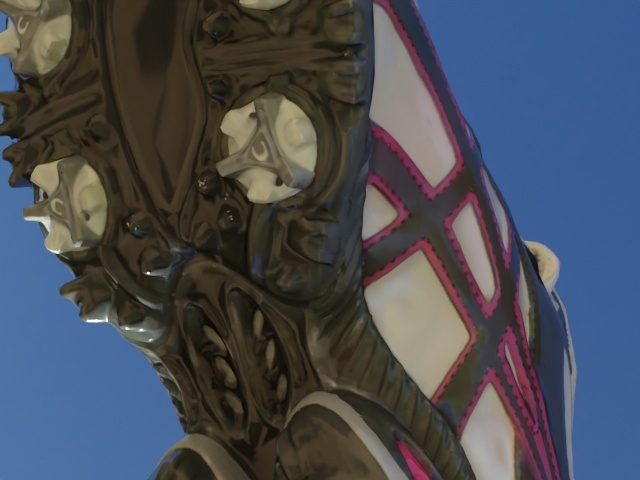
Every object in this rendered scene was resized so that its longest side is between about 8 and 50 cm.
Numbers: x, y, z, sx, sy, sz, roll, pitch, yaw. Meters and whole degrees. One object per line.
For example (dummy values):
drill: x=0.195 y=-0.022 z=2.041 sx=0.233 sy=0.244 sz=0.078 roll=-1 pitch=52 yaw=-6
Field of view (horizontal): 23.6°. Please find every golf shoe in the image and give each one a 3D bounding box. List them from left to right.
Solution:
golf shoe: x=0.000 y=0.000 z=0.376 sx=0.105 sy=0.120 sz=0.273 roll=-8 pitch=-88 yaw=36
